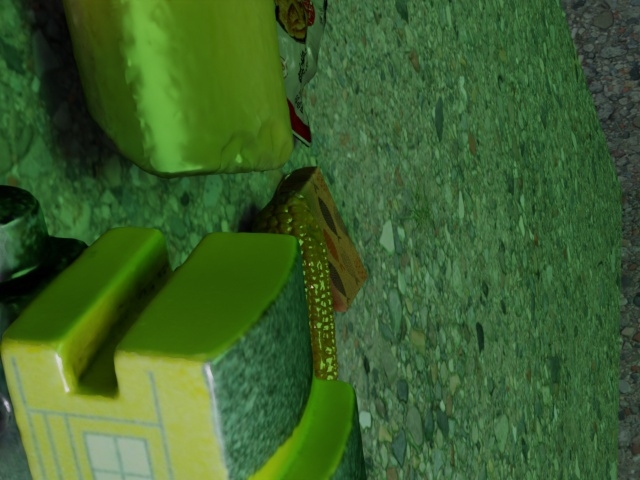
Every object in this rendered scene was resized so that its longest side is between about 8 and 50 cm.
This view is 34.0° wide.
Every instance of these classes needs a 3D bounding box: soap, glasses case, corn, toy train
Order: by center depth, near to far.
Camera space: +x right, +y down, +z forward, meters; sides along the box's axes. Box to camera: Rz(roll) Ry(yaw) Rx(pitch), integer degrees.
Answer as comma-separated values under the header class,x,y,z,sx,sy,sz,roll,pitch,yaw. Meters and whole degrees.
class,x,y,z,sx,sy,sz,roll,pitch,yaw
toy train,-0.105,0.178,0.631,0.179,0.272,0.442,-58,147,-57
soap,-0.134,-0.262,0.918,0.306,0.115,0.427,-9,91,-61
corn,-0.031,0.078,1.067,0.097,0.097,0.262,29,56,-59
glasses case,0.000,0.000,1.212,0.065,0.041,0.170,-57,135,-39

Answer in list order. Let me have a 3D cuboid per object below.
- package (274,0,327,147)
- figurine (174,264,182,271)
class,x,y,z,sx,sy,sz,roll,pitch,yaw
package,-0.036,-0.239,1.212,0.154,0.030,0.239,47,42,-54
figurine,-0.107,0.064,0.951,0.098,0.082,0.154,56,31,-9
